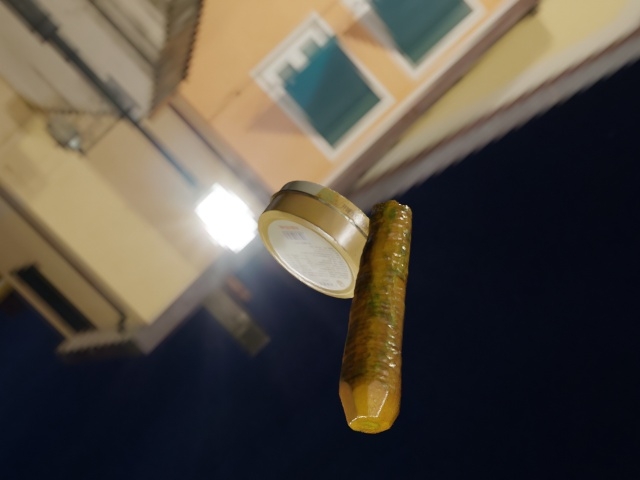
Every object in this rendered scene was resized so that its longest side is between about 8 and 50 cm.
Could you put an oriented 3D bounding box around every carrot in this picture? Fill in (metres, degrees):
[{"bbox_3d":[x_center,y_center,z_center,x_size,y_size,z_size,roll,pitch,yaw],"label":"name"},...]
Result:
[{"bbox_3d":[0.040,0.046,1.036,0.042,0.042,0.171,-28,-137,45],"label":"carrot"}]

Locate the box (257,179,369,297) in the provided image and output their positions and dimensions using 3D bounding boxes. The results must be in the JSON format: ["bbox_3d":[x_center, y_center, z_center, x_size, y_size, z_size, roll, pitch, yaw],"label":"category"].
[{"bbox_3d":[0.000,0.000,1.252,0.037,0.105,0.105,-52,-163,-26],"label":"box"}]
